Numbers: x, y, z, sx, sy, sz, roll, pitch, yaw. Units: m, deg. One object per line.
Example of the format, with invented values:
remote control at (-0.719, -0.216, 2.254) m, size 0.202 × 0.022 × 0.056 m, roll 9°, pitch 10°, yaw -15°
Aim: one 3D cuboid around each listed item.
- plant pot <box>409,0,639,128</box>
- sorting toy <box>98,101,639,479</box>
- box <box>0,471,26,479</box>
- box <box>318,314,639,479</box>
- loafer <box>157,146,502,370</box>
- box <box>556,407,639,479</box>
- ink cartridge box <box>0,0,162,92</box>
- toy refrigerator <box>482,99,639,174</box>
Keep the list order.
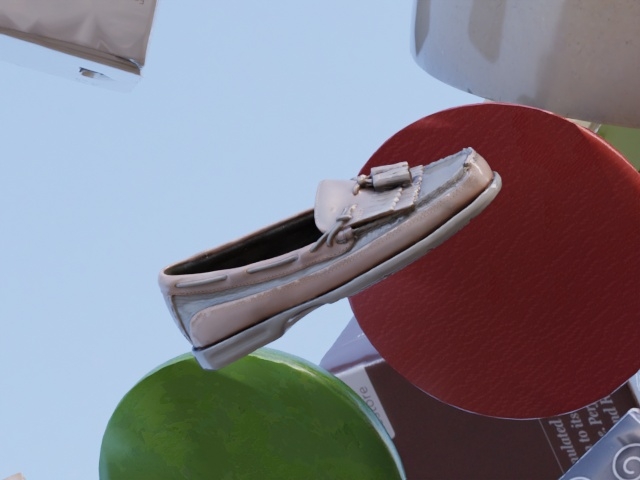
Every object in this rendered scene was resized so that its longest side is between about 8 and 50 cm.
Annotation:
plant pot at (0.181, -0.174, 0.877) m, size 0.284 × 0.284 × 0.191 m, roll -8°, pitch -69°, yaw -22°
sorting toy at (0.004, 0.064, 0.814) m, size 0.127 × 0.126 × 0.365 m, roll 43°, pitch -61°, yaw -3°
box at (-0.274, 0.235, 1.251) m, size 0.232 × 0.087 × 0.058 m, roll -25°, pitch -48°, yaw -17°
box at (0.119, 0.093, 1.136) m, size 0.167 × 0.203 × 0.168 m, roll -21°, pitch -79°, yaw 20°
loafer at (0.000, 0.000, 0.671) m, size 0.125 × 0.045 × 0.039 m, roll -31°, pitch -79°, yaw 19°
box at (0.134, 0.184, 0.617) m, size 0.142 × 0.163 × 0.247 m, roll -45°, pitch -35°, yaw 2°
ink cartridge box at (-0.146, -0.266, 1.329) m, size 0.131 × 0.226 × 0.306 m, roll 15°, pitch -92°, yaw -8°
toy refrigerator at (0.151, -0.035, 1.341) m, size 0.269 × 0.094 × 0.102 m, roll -57°, pitch -38°, yaw 1°
